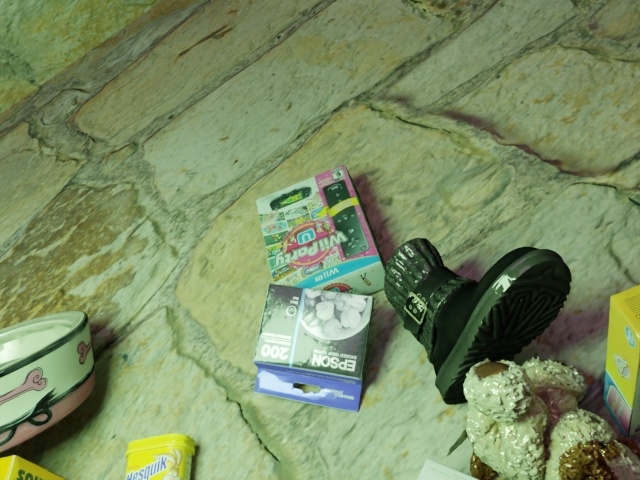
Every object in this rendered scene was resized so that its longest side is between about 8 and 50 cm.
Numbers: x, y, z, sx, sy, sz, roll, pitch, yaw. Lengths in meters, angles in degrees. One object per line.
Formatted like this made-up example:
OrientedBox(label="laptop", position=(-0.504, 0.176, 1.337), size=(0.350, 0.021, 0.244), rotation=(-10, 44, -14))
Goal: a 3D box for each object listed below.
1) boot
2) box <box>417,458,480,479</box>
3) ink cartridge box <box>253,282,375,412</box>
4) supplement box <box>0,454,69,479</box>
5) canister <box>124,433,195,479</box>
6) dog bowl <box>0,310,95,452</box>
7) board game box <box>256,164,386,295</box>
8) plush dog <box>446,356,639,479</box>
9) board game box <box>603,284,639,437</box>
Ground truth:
OrientedBox(label="boot", position=(0.226, 0.074, 0.953), size=(0.131, 0.348, 0.260), rotation=(1, 45, -25))
OrientedBox(label="box", position=(0.188, 0.395, 0.852), size=(0.101, 0.087, 0.102), rotation=(14, 60, 32))
OrientedBox(label="ink cartridge box", position=(-0.016, 0.193, 1.069), size=(0.206, 0.045, 0.208), rotation=(6, 77, 15))
OrientedBox(label="supplement box", position=(-0.651, 0.533, 1.038), size=(0.357, 0.194, 0.195), rotation=(-14, 49, 12))
OrientedBox(label="canister", position=(-0.292, 0.444, 1.035), size=(0.126, 0.073, 0.170), rotation=(-15, 50, 13))
OrientedBox(label="dog bowl", position=(-0.639, 0.288, 1.148), size=(0.408, 0.150, 0.408), rotation=(-17, 12, 4))
OrientedBox(label="board game box", position=(0.000, 0.000, 1.251), size=(0.224, 0.097, 0.303), rotation=(-22, 49, 6))
OrientedBox(label="plush dog", position=(0.329, 0.293, 0.813), size=(0.225, 0.262, 0.210), rotation=(22, 98, 46))
OrientedBox(label="board game box", position=(0.506, 0.135, 0.769), size=(0.242, 0.316, 0.064), rotation=(-23, 47, 4))
